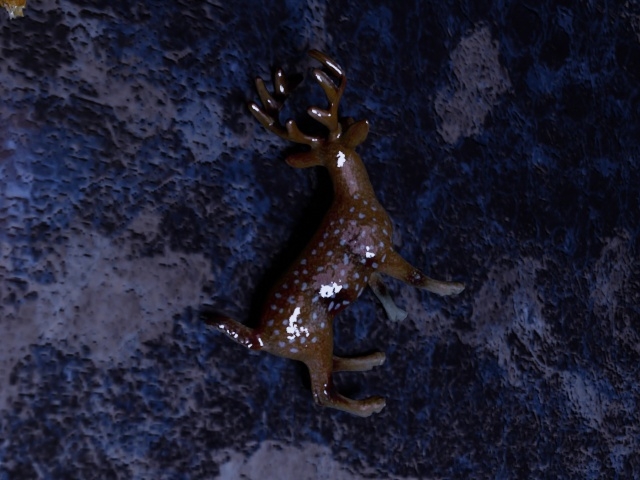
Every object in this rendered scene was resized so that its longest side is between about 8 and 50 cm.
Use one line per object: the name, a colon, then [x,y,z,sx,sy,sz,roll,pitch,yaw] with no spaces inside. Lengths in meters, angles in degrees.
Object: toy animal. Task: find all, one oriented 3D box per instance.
toy animal: [0.013,-0.002,0.729,0.260,0.087,0.244,45,61,-28]

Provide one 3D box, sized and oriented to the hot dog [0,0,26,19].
hot dog: [-0.244,-0.268,0.569,0.102,0.076,0.249,-29,102,-37]
